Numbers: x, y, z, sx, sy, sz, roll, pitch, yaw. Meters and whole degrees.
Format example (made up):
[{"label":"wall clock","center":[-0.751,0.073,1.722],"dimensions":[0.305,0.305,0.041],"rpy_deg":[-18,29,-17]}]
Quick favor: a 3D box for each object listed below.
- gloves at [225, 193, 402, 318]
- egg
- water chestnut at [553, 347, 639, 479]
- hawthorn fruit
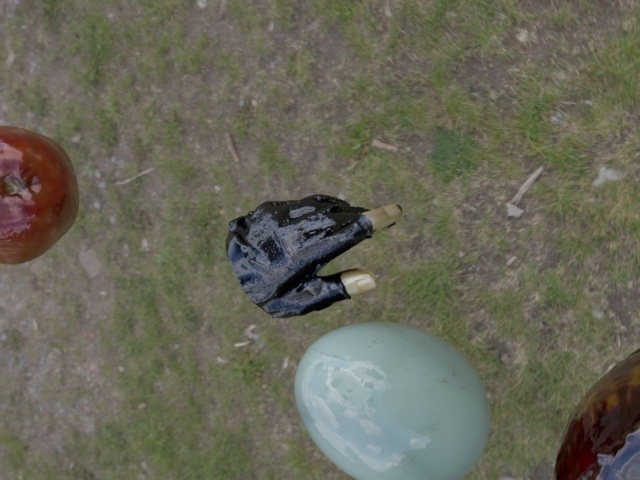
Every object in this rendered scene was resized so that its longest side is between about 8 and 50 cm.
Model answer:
[{"label":"gloves","center":[-0.002,-0.003,0.681],"dimensions":[0.181,0.106,0.129],"rpy_deg":[-31,40,16]},{"label":"egg","center":[0.081,0.184,0.717],"dimensions":[0.183,0.264,0.182],"rpy_deg":[-27,48,35]},{"label":"water chestnut","center":[0.345,0.183,0.438],"dimensions":[0.351,0.302,0.350],"rpy_deg":[8,123,12]},{"label":"hawthorn fruit","center":[-0.294,-0.043,0.599],"dimensions":[0.138,0.133,0.132],"rpy_deg":[-24,86,64]}]
